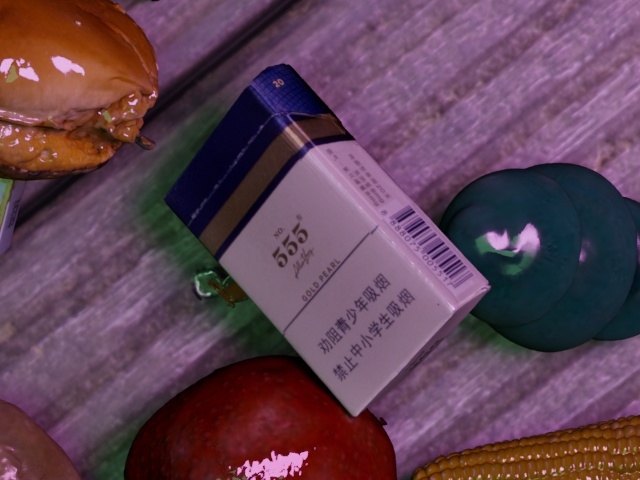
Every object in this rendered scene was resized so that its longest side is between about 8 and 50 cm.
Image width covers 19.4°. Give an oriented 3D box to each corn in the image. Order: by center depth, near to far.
[{"bbox_3d":[0.231,0.217,1.669,0.305,0.106,0.106,-11,98,8],"label":"corn"}]

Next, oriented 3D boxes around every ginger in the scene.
[{"bbox_3d":[-0.284,0.244,1.686,0.138,0.152,0.267,-40,76,34],"label":"ginger"}]

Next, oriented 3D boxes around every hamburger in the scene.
[{"bbox_3d":[-0.281,-0.143,1.546,0.314,0.290,0.170,13,104,-4],"label":"hamburger"}]

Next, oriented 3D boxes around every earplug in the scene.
[{"bbox_3d":[0.233,-0.004,1.603,0.257,0.280,0.164,-33,65,41],"label":"earplug"}]

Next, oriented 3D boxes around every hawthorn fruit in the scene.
[{"bbox_3d":[-0.027,0.194,1.633,0.230,0.210,0.266,45,87,-1],"label":"hawthorn fruit"}]

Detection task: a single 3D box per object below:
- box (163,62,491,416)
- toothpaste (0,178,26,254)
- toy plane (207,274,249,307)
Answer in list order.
[{"bbox_3d":[0.000,0.000,1.563,0.259,0.071,0.168,49,130,10],"label":"box"},{"bbox_3d":[-0.424,-0.067,1.678,0.312,0.071,0.089,16,102,0],"label":"toothpaste"},{"bbox_3d":[-0.018,0.029,1.668,0.188,0.062,0.135,45,96,9],"label":"toy plane"}]
